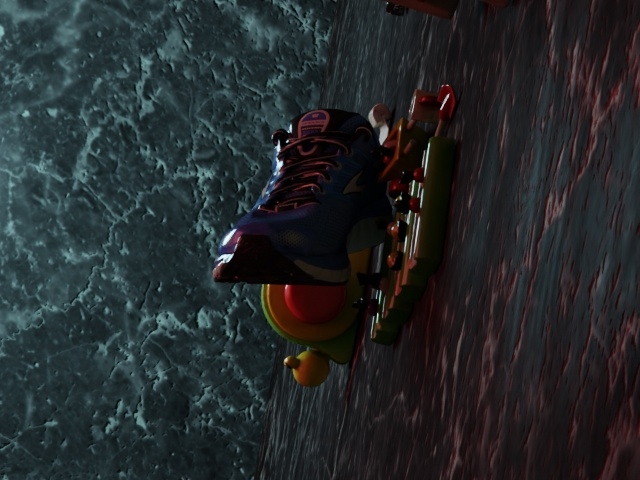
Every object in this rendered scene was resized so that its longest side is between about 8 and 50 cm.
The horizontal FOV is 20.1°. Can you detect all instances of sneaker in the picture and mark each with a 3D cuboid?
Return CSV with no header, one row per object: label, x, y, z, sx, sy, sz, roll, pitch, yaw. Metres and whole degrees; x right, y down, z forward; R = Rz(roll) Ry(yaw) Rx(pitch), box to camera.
sneaker,-0.018,-0.046,1.696,0.330,0.130,0.147,-44,-47,-68

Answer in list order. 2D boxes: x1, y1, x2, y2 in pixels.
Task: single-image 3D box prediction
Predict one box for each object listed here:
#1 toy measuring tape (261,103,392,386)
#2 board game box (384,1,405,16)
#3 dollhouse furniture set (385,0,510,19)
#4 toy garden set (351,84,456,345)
toy measuring tape,0.000,0.000,2.032,0.121,0.121,0.330,129,151,-82
board game box,0.105,-0.370,2.113,0.126,0.026,0.186,-88,10,-63
dollhouse furniture set,0.109,-0.284,1.388,0.259,0.135,0.262,-67,-8,-51
toy garden set,0.071,-0.040,1.573,0.244,0.049,0.203,110,169,-69
